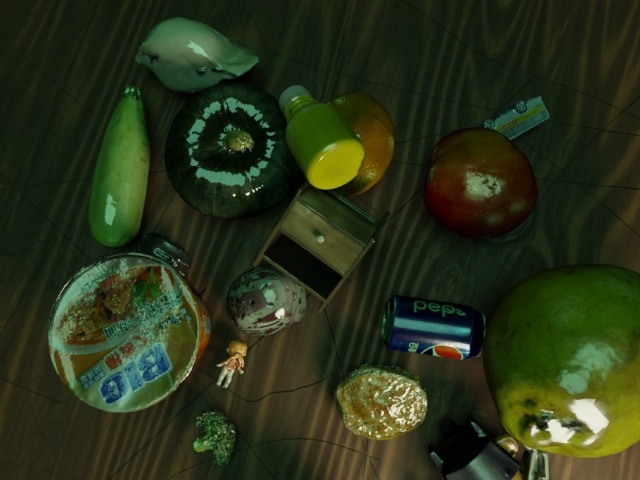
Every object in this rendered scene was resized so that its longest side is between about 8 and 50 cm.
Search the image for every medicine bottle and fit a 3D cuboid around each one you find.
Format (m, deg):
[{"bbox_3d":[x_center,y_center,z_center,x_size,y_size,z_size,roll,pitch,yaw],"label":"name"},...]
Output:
[{"bbox_3d":[-0.011,-0.210,1.004,0.122,0.122,0.212,-27,58,-4],"label":"medicine bottle"}]

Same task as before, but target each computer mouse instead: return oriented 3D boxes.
[{"bbox_3d":[-0.355,0.031,1.165,0.135,0.047,0.079,32,83,4],"label":"computer mouse"}]

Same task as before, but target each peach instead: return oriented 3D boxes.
[{"bbox_3d":[0.335,-0.119,1.100,0.243,0.199,0.243,0,77,1],"label":"peach"}]

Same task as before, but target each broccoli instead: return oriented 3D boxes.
[{"bbox_3d":[-0.219,0.412,1.084,0.092,0.097,0.095,-19,50,-8],"label":"broccoli"}]

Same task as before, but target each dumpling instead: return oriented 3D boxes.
[{"bbox_3d":[-0.272,-0.422,1.194,0.243,0.175,0.227,38,41,-5],"label":"dumpling"}]

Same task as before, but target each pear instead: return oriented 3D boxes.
[{"bbox_3d":[0.477,0.211,0.972,0.413,0.352,0.352,-22,79,-37],"label":"pear"}]

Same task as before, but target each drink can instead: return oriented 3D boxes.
[{"bbox_3d":[0.234,0.182,1.094,0.205,0.118,0.118,7,81,2],"label":"drink can"}]

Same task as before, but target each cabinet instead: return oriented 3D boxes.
[{"bbox_3d":[0.000,0.000,1.055,0.175,0.148,0.215,35,121,2],"label":"cabinet"}]

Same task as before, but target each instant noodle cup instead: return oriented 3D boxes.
[{"bbox_3d":[-0.357,0.182,1.054,0.296,0.214,0.296,0,80,1],"label":"instant noodle cup"}]

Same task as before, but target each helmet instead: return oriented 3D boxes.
[{"bbox_3d":[-0.120,0.126,1.115,0.177,0.107,0.153,-22,84,-3],"label":"helmet"}]

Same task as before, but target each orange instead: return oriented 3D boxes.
[{"bbox_3d":[0.075,-0.202,1.133,0.158,0.179,0.237,20,74,47],"label":"orange"}]

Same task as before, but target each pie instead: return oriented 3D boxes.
[{"bbox_3d":[0.123,0.336,1.091,0.193,0.079,0.163,16,91,3],"label":"pie"}]

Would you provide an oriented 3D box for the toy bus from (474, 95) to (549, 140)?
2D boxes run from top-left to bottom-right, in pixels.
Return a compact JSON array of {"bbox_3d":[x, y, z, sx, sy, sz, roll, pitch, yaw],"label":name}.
[{"bbox_3d":[0.424,-0.260,1.195,0.190,0.064,0.075,-31,93,-4],"label":"toy bus"}]

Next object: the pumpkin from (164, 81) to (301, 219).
[{"bbox_3d":[-0.186,-0.190,1.117,0.300,0.207,0.300,0,86,-4],"label":"pumpkin"}]

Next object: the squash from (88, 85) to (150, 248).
[{"bbox_3d":[-0.443,-0.163,1.168,0.118,0.118,0.370,2,77,1],"label":"squash"}]

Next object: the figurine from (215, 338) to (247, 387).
[{"bbox_3d":[-0.191,0.267,1.125,0.064,0.047,0.109,24,88,-24],"label":"figurine"}]

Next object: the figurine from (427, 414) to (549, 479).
[{"bbox_3d":[0.344,0.484,1.029,0.308,0.143,0.308,5,74,-17],"label":"figurine"}]
